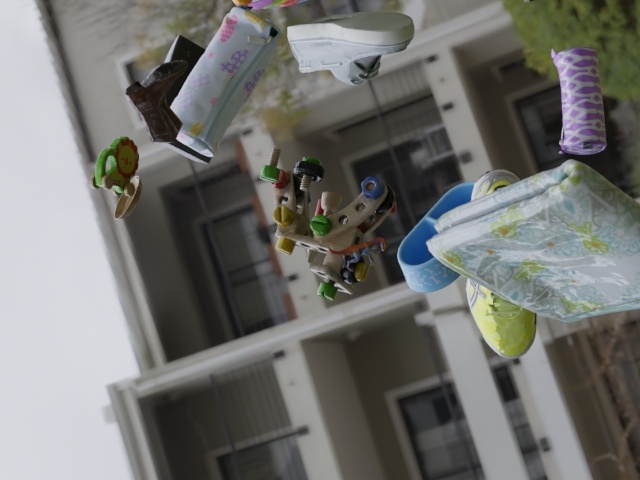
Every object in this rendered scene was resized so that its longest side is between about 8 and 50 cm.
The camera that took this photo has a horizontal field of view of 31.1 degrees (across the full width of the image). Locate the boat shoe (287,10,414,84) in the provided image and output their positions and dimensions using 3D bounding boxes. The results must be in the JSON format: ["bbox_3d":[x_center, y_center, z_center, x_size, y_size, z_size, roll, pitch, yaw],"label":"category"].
[{"bbox_3d":[0.041,-0.232,1.405,0.227,0.079,0.081,14,122,55],"label":"boat shoe"}]

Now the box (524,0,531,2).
[{"bbox_3d":[0.364,-0.407,1.815,0.027,0.094,0.137,63,-168,-7],"label":"box"}]

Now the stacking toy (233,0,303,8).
[{"bbox_3d":[-0.116,-0.514,2.265,0.302,0.166,0.175,-58,-46,-58],"label":"stacking toy"}]

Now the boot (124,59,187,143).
[{"bbox_3d":[-0.224,-0.203,1.716,0.114,0.106,0.037,62,180,-43],"label":"boot"}]

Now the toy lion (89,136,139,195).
[{"bbox_3d":[-0.328,-0.123,1.865,0.100,0.034,0.096,18,-104,-65],"label":"toy lion"}]

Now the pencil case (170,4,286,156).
[{"bbox_3d":[-0.172,-0.284,2.072,0.124,0.273,0.113,27,172,41],"label":"pencil case"}]

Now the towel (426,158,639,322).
[{"bbox_3d":[0.398,0.019,1.871,0.321,0.374,0.090,28,-118,-24],"label":"towel"}]

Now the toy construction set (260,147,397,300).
[{"bbox_3d":[0.000,0.000,2.212,0.309,0.258,0.237,92,-169,-78],"label":"toy construction set"}]

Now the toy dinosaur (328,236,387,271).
[{"bbox_3d":[0.077,0.018,2.064,0.090,0.082,0.047,32,-160,-30],"label":"toy dinosaur"}]

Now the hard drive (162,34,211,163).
[{"bbox_3d":[-0.295,-0.312,2.579,0.172,0.054,0.254,26,-115,-39],"label":"hard drive"}]

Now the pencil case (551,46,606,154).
[{"bbox_3d":[0.479,-0.256,2.134,0.086,0.088,0.206,52,-144,-74],"label":"pencil case"}]

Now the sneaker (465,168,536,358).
[{"bbox_3d":[0.356,0.057,2.288,0.147,0.145,0.384,-63,-35,-75],"label":"sneaker"}]

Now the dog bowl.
[{"bbox_3d":[0.293,-0.015,2.614,0.074,0.297,0.166,50,167,-34],"label":"dog bowl"}]

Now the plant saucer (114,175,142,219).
[{"bbox_3d":[-0.324,-0.070,1.958,0.015,0.083,0.083,28,-146,-23],"label":"plant saucer"}]
